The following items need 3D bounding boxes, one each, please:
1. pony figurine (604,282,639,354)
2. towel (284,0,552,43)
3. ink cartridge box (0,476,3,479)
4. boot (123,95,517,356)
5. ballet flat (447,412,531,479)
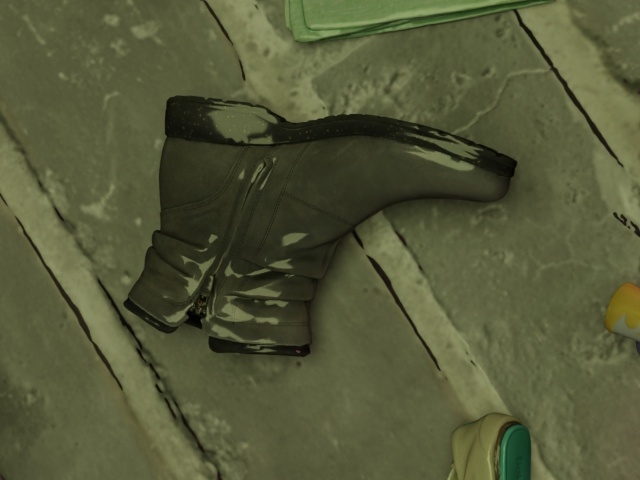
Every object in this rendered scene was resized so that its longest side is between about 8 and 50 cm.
[{"bbox_3d":[0.405,0.068,1.176,0.363,0.303,0.351,26,117,38],"label":"pony figurine"},{"bbox_3d":[0.069,-0.356,1.417,0.248,0.038,0.324,-9,81,9],"label":"towel"},{"bbox_3d":[-0.471,0.257,1.269,0.285,0.395,0.166,-44,75,3],"label":"ink cartridge box"},{"bbox_3d":[0.000,0.000,1.361,0.338,0.118,0.222,7,88,23],"label":"boot"},{"bbox_3d":[0.141,0.272,1.313,0.086,0.086,0.248,-1,82,11],"label":"ballet flat"}]
